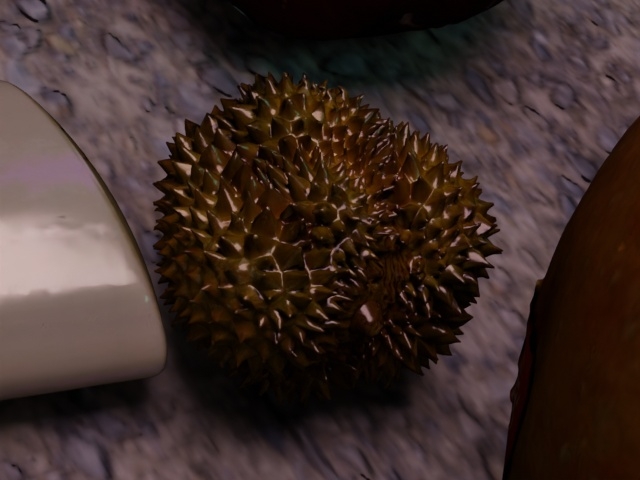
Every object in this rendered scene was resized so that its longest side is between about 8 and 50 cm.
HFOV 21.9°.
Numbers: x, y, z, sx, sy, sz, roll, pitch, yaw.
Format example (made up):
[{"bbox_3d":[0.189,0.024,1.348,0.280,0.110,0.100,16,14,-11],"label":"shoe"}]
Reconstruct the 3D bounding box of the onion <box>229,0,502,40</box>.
[{"bbox_3d":[0.045,-0.206,0.908,0.207,0.216,0.206,27,48,-3],"label":"onion"}]

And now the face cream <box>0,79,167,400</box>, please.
[{"bbox_3d":[-0.250,0.009,0.685,0.348,0.081,0.173,-8,54,-25],"label":"face cream"}]

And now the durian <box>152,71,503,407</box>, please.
[{"bbox_3d":[0.000,0.000,0.749,0.158,0.137,0.168,24,23,-34],"label":"durian"}]

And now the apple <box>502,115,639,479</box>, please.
[{"bbox_3d":[0.254,0.090,0.559,0.400,0.400,0.333,22,8,2],"label":"apple"}]
